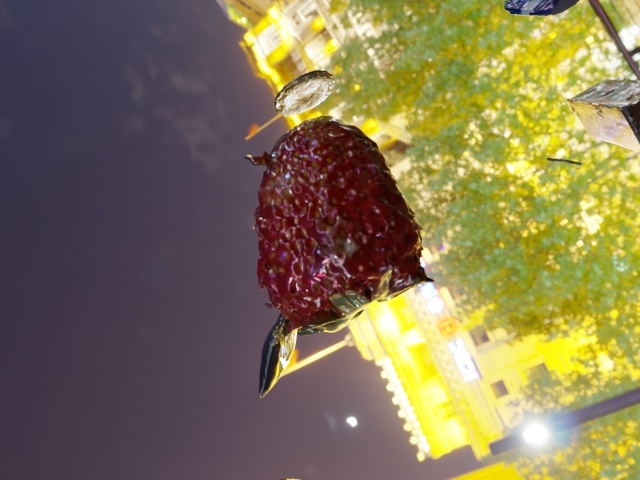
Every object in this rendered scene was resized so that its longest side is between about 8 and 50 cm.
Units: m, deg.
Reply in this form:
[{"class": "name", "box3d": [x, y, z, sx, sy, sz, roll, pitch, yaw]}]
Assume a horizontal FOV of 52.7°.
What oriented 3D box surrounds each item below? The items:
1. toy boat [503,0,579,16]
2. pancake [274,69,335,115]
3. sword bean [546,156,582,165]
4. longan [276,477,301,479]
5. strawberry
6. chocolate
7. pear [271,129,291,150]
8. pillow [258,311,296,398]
[{"class": "toy boat", "box3d": [0.448, -0.605, 1.414, 0.291, 0.221, 0.067, 55, 180, 29]}, {"class": "pancake", "box3d": [-0.047, -0.414, 1.825, 0.199, 0.199, 0.021, 3, -125, -61]}, {"class": "sword bean", "box3d": [0.601, -0.195, 1.593, 0.012, 0.083, 0.012, 11, -90, -78]}, {"class": "longan", "box3d": [-0.045, 0.502, 1.115, 0.167, 0.168, 0.187, -56, -49, -63]}, {"class": "strawberry", "box3d": [-0.001, -0.029, 1.039, 0.343, 0.292, 0.292, 61, -156, 8]}, {"class": "chocolate", "box3d": [0.610, -0.253, 1.300, 0.111, 0.112, 0.321, 60, -171, -12]}, {"class": "pear", "box3d": [-0.049, -0.202, 1.796, 0.228, 0.189, 0.211, -154, 60, -75]}, {"class": "pillow", "box3d": [-0.087, 0.223, 1.362, 0.055, 0.141, 0.208, 15, -159, 6]}]
